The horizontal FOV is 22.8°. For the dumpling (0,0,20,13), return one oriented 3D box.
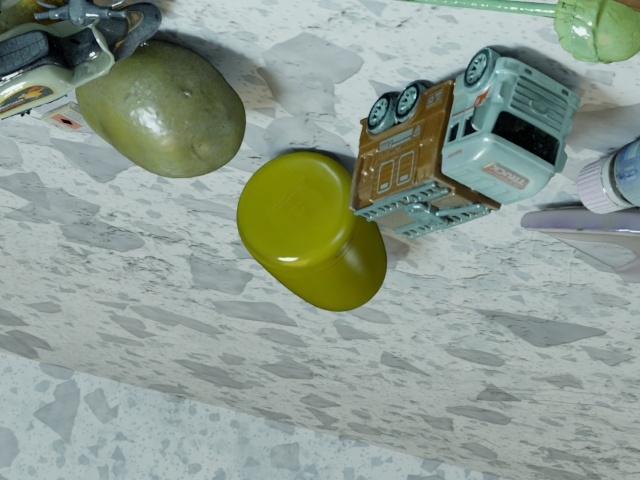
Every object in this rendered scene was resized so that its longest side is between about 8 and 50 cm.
[{"bbox_3d":[-0.389,-0.326,1.693,0.205,0.163,0.293,20,171,-26],"label":"dumpling"}]

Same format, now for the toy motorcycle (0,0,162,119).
[{"bbox_3d":[-0.311,-0.221,1.836,0.263,0.090,0.157,-22,168,3],"label":"toy motorcycle"}]

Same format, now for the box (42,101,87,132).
[{"bbox_3d":[-0.359,-0.176,2.271,0.046,0.012,0.083,27,157,-31],"label":"box"}]

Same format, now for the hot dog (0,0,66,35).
[{"bbox_3d":[-0.384,-0.252,1.957,0.123,0.093,0.261,3,148,-37],"label":"hot dog"}]

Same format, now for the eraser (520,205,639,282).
[{"bbox_3d":[0.417,-0.006,2.103,0.204,0.059,0.243,27,160,-28],"label":"eraser"}]

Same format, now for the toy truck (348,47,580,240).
[{"bbox_3d":[0.161,-0.103,1.880,0.136,0.162,0.305,25,157,-24],"label":"toy truck"}]

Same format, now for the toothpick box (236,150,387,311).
[{"bbox_3d":[0.000,0.000,2.259,0.175,0.175,0.271,8,162,20],"label":"toothpick box"}]

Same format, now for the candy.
[{"bbox_3d":[0.182,-0.242,1.654,0.336,0.093,0.092,13,119,32],"label":"candy"}]

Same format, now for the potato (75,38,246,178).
[{"bbox_3d":[-0.203,-0.168,1.986,0.235,0.160,0.177,21,125,25],"label":"potato"}]

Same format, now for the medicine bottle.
[{"bbox_3d":[0.391,-0.082,1.887,0.083,0.083,0.203,25,157,-25],"label":"medicine bottle"}]

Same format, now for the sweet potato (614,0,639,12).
[{"bbox_3d":[0.400,-0.234,1.432,0.337,0.131,0.131,13,162,-24],"label":"sweet potato"}]
